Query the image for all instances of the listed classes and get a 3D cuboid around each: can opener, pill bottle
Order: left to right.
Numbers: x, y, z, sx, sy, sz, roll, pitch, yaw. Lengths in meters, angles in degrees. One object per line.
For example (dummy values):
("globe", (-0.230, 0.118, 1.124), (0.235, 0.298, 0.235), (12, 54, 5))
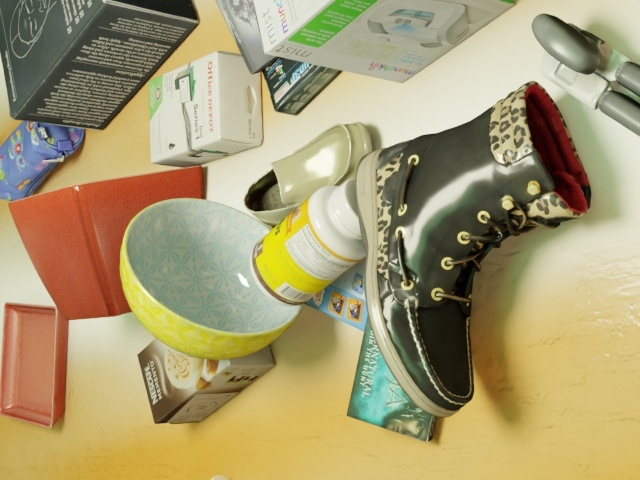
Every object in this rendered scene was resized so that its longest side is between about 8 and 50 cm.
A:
("pill bottle", (0.000, 0.000, 1.542), (0.215, 0.117, 0.117), (-39, 59, 39))
("can opener", (0.349, -0.171, 1.241), (0.280, 0.093, 0.074), (44, 118, 36))

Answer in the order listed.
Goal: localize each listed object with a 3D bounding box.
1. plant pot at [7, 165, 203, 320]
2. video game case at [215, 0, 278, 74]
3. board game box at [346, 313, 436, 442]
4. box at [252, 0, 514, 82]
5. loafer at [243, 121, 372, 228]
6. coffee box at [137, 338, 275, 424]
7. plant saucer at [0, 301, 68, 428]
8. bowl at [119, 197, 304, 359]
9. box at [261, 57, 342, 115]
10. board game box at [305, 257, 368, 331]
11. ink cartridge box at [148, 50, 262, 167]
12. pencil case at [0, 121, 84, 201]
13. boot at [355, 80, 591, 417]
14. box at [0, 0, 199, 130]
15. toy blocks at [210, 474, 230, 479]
("plant pot", (-0.370, 0.012, 1.942), (0.267, 0.267, 0.236), (-7, 94, 48))
("video game case", (-0.066, -0.403, 1.650), (0.274, 0.026, 0.196), (-28, 86, 46))
("board game box", (0.114, 0.173, 1.488), (0.126, 0.026, 0.186), (14, 99, 23))
("box", (0.079, -0.334, 1.430), (0.231, 0.262, 0.127), (-30, 65, 43))
("loafer", (-0.024, -0.094, 1.656), (0.268, 0.092, 0.102), (-39, 59, 40))
("coffee box", (-0.200, 0.204, 1.831), (0.246, 0.098, 0.141), (-41, 57, 39))
("plant saucer", (-0.628, 0.269, 2.363), (0.259, 0.047, 0.259), (-1, 86, 48))
("bowl", (-0.183, 0.087, 1.644), (0.289, 0.289, 0.156), (59, 136, 34))
("box", (-0.018, -0.332, 1.700), (0.220, 0.051, 0.175), (-40, 58, 40))
("board game box", (0.065, 0.048, 1.583), (0.211, 0.039, 0.160), (21, 103, 46))
("ink cartridge box", (-0.204, -0.227, 1.876), (0.219, 0.092, 0.160), (-12, 78, 49))
("pencil case", (-0.629, -0.186, 2.345), (0.306, 0.119, 0.133), (-32, 66, 44))
("boot", (0.196, 0.006, 1.340), (0.284, 0.138, 0.377), (-28, 58, 36))
("box", (-0.452, -0.446, 2.092), (0.395, 0.212, 0.294), (-36, 61, 41))
("toy blocks", (-0.196, 0.488, 1.838), (0.148, 0.054, 0.123), (-43, 56, 39))
